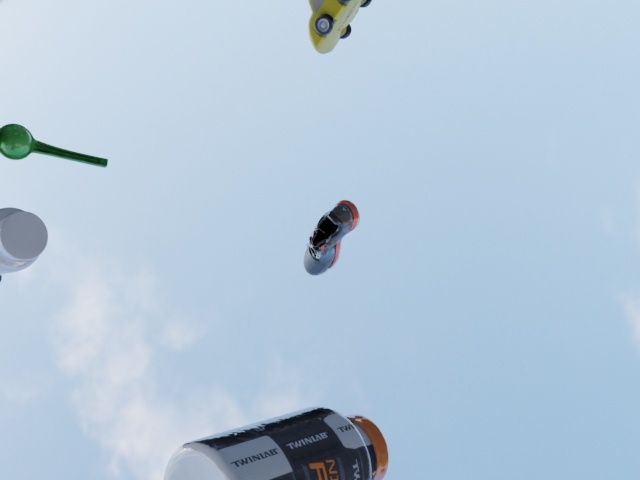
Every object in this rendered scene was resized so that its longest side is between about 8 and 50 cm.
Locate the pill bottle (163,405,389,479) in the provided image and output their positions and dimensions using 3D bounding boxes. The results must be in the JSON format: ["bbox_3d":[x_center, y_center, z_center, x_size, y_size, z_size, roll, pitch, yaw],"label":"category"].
[{"bbox_3d":[-0.034,0.250,0.987,0.246,0.130,0.130,-6,-129,-48],"label":"pill bottle"}]

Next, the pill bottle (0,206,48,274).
[{"bbox_3d":[-0.315,0.001,0.925,0.065,0.116,0.065,7,-101,-39],"label":"pill bottle"}]

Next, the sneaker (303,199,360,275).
[{"bbox_3d":[0.000,0.000,1.428,0.061,0.158,0.065,45,-137,18],"label":"sneaker"}]

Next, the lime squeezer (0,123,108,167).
[{"bbox_3d":[-0.449,-0.164,1.364,0.310,0.110,0.059,34,-142,-58],"label":"lime squeezer"}]

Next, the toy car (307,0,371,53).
[{"bbox_3d":[0.058,-0.332,0.992,0.053,0.225,0.239,41,-101,14],"label":"toy car"}]

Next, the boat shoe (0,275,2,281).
[{"bbox_3d":[-0.489,0.043,1.216,0.076,0.228,0.080,26,-92,25],"label":"boat shoe"}]
